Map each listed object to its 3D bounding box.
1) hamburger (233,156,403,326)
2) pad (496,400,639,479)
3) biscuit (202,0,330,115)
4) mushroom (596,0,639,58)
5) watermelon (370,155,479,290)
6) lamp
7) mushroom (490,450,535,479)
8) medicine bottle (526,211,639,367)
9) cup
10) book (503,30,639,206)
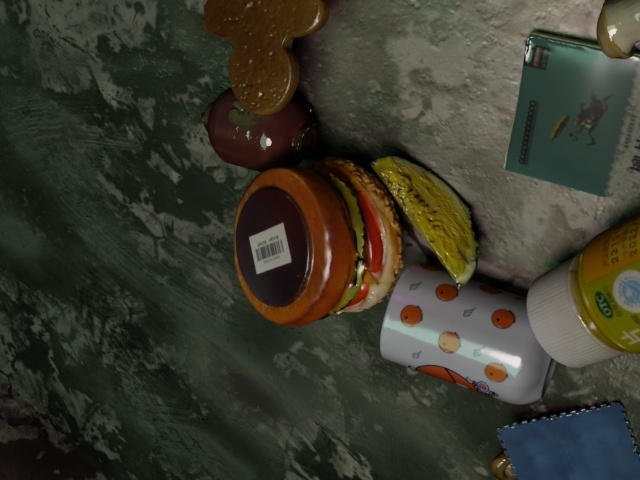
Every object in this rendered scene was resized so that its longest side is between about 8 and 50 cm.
[{"bbox_3d":[0.000,0.000,1.582,0.330,0.250,0.330,7,99,48],"label":"hamburger"},{"bbox_3d":[0.534,0.472,1.665,0.269,0.012,0.270,-17,105,22],"label":"pad"},{"bbox_3d":[-0.101,-0.456,1.512,0.283,0.064,0.432,5,101,32],"label":"biscuit"},{"bbox_3d":[0.550,-0.348,1.143,0.328,0.159,0.122,-11,111,41],"label":"mushroom"},{"bbox_3d":[0.211,-0.039,1.552,0.123,0.129,0.301,-44,73,37],"label":"watermelon"},{"bbox_3d":[-0.126,-0.234,1.649,0.258,0.180,0.180,20,125,25],"label":"lamp"},{"bbox_3d":[0.438,0.501,1.752,0.129,0.073,0.088,18,112,6],"label":"mushroom"},{"bbox_3d":[0.541,0.073,1.323,0.224,0.224,0.384,51,141,-1],"label":"medicine bottle"},{"bbox_3d":[0.304,0.185,1.570,0.317,0.212,0.212,17,124,23],"label":"cup"},{"bbox_3d":[0.510,-0.188,1.338,0.379,0.031,0.264,18,124,24],"label":"book"}]
